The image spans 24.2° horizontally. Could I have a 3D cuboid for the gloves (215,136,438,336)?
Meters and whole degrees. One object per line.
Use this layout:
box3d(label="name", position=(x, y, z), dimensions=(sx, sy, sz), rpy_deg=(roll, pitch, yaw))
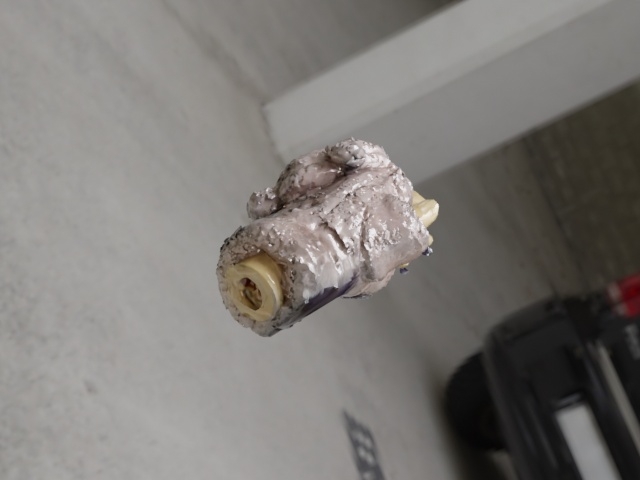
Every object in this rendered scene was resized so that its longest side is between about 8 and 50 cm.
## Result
box3d(label="gloves", position=(0.002, -0.003, 0.876), dimensions=(0.094, 0.110, 0.144), rpy_deg=(49, 28, 6))
